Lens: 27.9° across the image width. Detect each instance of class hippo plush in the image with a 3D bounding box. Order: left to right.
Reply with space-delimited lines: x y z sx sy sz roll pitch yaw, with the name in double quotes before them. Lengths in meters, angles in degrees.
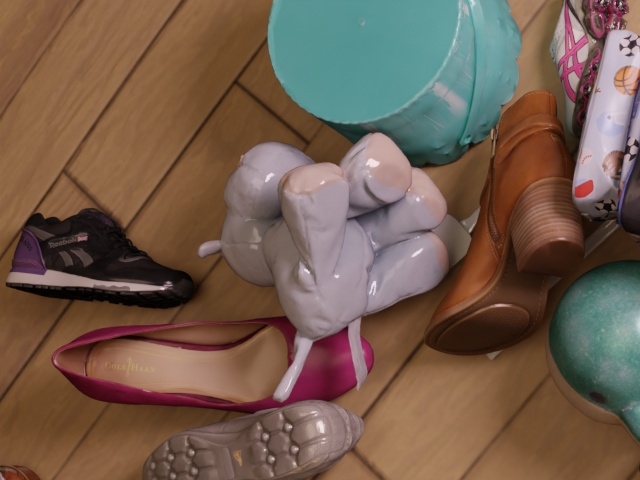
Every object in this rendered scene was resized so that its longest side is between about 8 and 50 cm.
"hippo plush" 0.000 0.000 1.528 0.236 0.234 0.294 26 116 53

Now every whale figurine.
"whale figurine" 0.373 0.118 1.331 0.272 0.141 0.216 24 53 12

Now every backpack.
"backpack" 0.380 -0.091 1.315 0.213 0.263 0.276 16 85 32

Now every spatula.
"spatula" 0.232 -0.002 1.505 0.242 0.019 0.168 -45 66 13

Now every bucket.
"bucket" 0.085 -0.234 1.517 0.281 0.183 0.281 -4 80 25

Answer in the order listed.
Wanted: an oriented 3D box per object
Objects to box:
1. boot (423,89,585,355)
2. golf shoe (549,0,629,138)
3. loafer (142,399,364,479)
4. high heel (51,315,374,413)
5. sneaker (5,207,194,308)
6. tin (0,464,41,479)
"boot" 0.197 -0.015 1.448 0.283 0.109 0.220 118 157 -49
"golf shoe" 0.303 -0.207 1.485 0.086 0.068 0.186 3 85 55
"loafer" -0.087 0.267 1.567 0.319 0.111 0.112 -20 74 36
"high heel" -0.133 0.153 1.562 0.377 0.181 0.127 -10 78 24
"sneaker" -0.292 0.016 1.706 0.283 0.107 0.124 5 78 26
"tin" -0.405 0.394 1.737 0.106 0.040 0.189 -30 71 14
